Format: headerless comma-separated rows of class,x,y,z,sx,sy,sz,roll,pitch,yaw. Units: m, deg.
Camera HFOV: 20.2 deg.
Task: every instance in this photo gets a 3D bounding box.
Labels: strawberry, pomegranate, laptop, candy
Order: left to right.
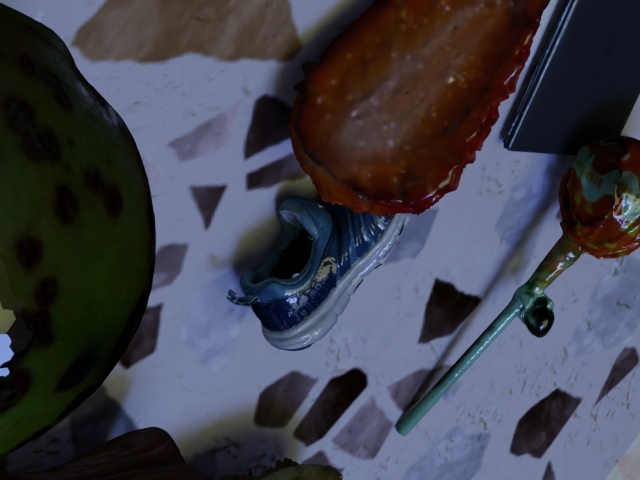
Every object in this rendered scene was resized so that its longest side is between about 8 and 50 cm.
pomegranate,-0.223,0.006,0.789,0.306,0.242,0.242,-16,131,-29
strawberry,0.067,-0.090,1.089,0.188,0.121,0.082,-44,161,-8
candy,0.149,0.040,1.314,0.288,0.078,0.084,-49,147,15
laptop,0.202,-0.140,1.262,0.129,0.016,0.180,1,119,-45

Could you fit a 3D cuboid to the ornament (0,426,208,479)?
ornament,-0.179,0.219,1.042,0.217,0.235,0.221,6,91,-43

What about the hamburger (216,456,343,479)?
hamburger,-0.052,0.252,1.226,0.183,0.130,0.206,-28,144,-44

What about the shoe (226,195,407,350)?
shoe,0.000,0.000,1.146,0.071,0.064,0.143,43,82,-33
